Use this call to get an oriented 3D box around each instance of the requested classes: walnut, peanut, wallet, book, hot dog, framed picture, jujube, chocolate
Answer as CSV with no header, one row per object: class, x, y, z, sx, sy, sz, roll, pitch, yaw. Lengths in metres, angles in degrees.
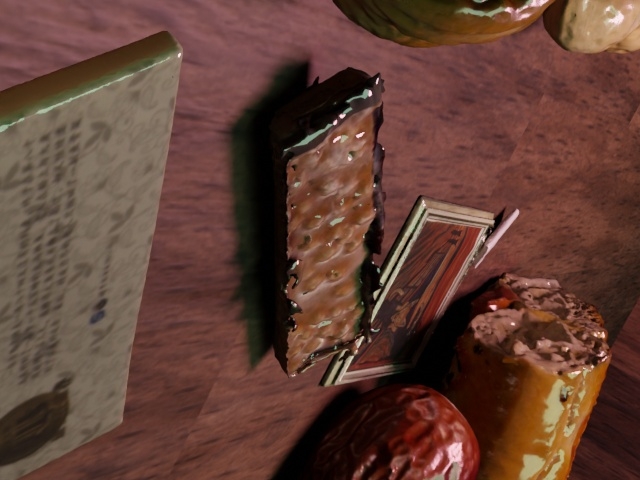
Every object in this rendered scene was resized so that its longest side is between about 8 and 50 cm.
walnut,0.078,-0.195,0.858,0.184,0.155,0.155,-23,142,-35
peanut,0.296,-0.242,1.367,0.263,0.101,0.117,-20,117,-60
wallet,0.203,-0.003,1.598,0.083,0.011,0.044,-47,171,-41
book,-0.225,0.076,0.526,0.389,0.032,0.269,-27,151,-32
hot dog,0.201,0.246,1.654,0.367,0.196,0.365,-49,154,-76
framed picture,0.103,0.057,1.455,0.216,0.016,0.273,-63,160,9
jujube,0.053,0.251,1.417,0.236,0.168,0.168,-39,155,-15
chocolate,-0.001,-0.005,1.059,0.102,0.065,0.329,-34,150,-23
